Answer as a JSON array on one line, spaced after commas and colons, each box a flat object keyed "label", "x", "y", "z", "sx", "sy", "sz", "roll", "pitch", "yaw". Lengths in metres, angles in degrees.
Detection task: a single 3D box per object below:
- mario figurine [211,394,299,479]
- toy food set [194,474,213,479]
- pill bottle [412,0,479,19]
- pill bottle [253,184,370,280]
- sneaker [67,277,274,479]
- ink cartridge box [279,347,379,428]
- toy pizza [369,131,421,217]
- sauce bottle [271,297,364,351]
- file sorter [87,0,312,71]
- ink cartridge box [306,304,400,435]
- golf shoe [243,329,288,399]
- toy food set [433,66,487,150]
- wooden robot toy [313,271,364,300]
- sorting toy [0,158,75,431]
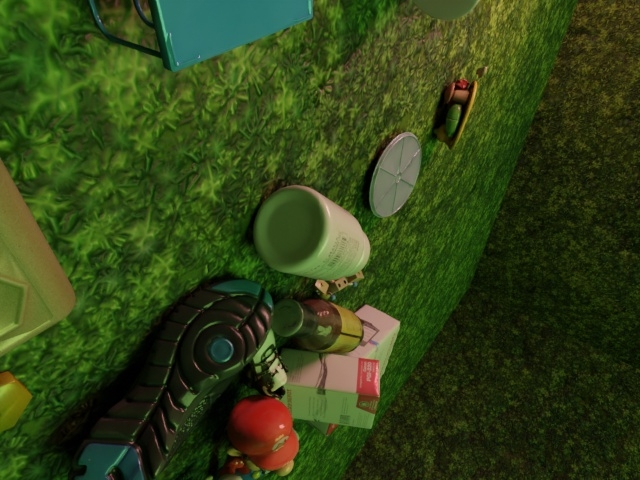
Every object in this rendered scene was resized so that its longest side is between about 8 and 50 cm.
[{"label": "mario figurine", "x": -0.115, "y": 0.430, "z": 0.828, "sx": 0.198, "sy": 0.170, "sz": 0.321, "roll": -87, "pitch": -164, "yaw": -45}, {"label": "toy food set", "x": -0.282, "y": 0.527, "z": 0.831, "sx": 0.132, "sy": 0.038, "sz": 0.192, "roll": -14, "pitch": 132, "yaw": -48}, {"label": "pill bottle", "x": 0.257, "y": -0.495, "z": 0.687, "sx": 0.278, "sy": 0.162, "sz": 0.162, "roll": -54, "pitch": 153, "yaw": -18}, {"label": "pill bottle", "x": 0.000, "y": 0.000, "z": 0.723, "sx": 0.131, "sy": 0.131, "sz": 0.229, "roll": -63, "pitch": 154, "yaw": 2}, {"label": "sneaker", "x": -0.197, "y": 0.192, "z": 0.606, "sx": 0.341, "sy": 0.125, "sz": 0.140, "roll": -50, "pitch": 179, "yaw": -30}, {"label": "ink cartridge box", "x": 0.012, "y": 0.325, "z": 0.945, "sx": 0.092, "sy": 0.217, "sz": 0.159, "roll": -82, "pitch": 177, "yaw": -46}, {"label": "toy pizza", "x": 0.165, "y": -0.149, "z": 0.986, "sx": 0.201, "sy": 0.032, "sz": 0.201, "roll": -33, "pitch": 137, "yaw": -38}, {"label": "sauce bottle", "x": 0.000, "y": 0.179, "z": 0.920, "sx": 0.111, "sy": 0.111, "sz": 0.344, "roll": -60, "pitch": 153, "yaw": -5}, {"label": "file sorter", "x": -0.097, "y": -0.235, "z": 0.352, "sx": 0.170, "sy": 0.104, "sz": 0.118, "roll": -41, "pitch": 148, "yaw": -36}, {"label": "ink cartridge box", "x": 0.077, "y": 0.346, "z": 1.196, "sx": 0.306, "sy": 0.131, "sz": 0.226, "roll": -25, "pitch": 135, "yaw": -54}, {"label": "golf shoe", "x": -0.096, "y": 0.222, "z": 0.806, "sx": 0.077, "sy": 0.093, "sz": 0.198, "roll": -40, "pitch": 145, "yaw": -36}, {"label": "toy food set", "x": 0.343, "y": -0.345, "z": 1.108, "sx": 0.128, "sy": 0.071, "sz": 0.218, "roll": -65, "pitch": 171, "yaw": -61}, {"label": "wooden robot toy", "x": 0.018, "y": 0.093, "z": 0.951, "sx": 0.079, "sy": 0.076, "sz": 0.173, "roll": -36, "pitch": 171, "yaw": 35}, {"label": "sorting toy", "x": -0.310, "y": 0.083, "z": 0.338, "sx": 0.229, "sy": 0.041, "sz": 0.307, "roll": -41, "pitch": 147, "yaw": -36}]
